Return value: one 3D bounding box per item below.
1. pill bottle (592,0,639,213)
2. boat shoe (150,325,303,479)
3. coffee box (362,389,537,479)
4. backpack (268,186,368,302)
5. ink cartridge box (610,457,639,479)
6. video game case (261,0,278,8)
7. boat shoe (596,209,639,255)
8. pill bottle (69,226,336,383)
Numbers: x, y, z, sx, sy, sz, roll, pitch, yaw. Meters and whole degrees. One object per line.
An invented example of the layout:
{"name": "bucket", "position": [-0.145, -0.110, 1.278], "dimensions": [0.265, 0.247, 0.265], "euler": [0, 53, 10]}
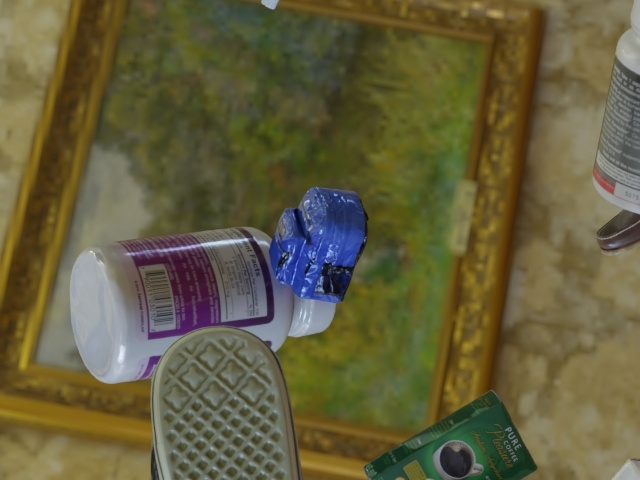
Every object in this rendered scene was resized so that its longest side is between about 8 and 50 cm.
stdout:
{"name": "pill bottle", "position": [0.458, -0.187, 2.130], "dimensions": [0.161, 0.161, 0.283], "euler": [-75, -8, -58]}
{"name": "boat shoe", "position": [-0.082, 0.337, 1.582], "dimensions": [0.156, 0.186, 0.500], "euler": [101, 164, -78]}
{"name": "coffee box", "position": [0.157, 0.273, 1.946], "dimensions": [0.113, 0.184, 0.040], "euler": [59, 179, -23]}
{"name": "backpack", "position": [0.000, 0.000, 1.892], "dimensions": [0.120, 0.101, 0.098], "euler": [-65, 30, 32]}
{"name": "ink cartridge box", "position": [0.275, 0.360, 1.425], "dimensions": [0.283, 0.117, 0.207], "euler": [-55, 49, 19]}
{"name": "video game case", "position": [-0.009, -0.393, 1.934], "dimensions": [0.173, 0.022, 0.190], "euler": [-59, 5, 50]}
{"name": "boat shoe", "position": [0.482, -0.055, 2.327], "dimensions": [0.073, 0.207, 0.073], "euler": [62, 173, -24]}
{"name": "pill bottle", "position": [-0.139, 0.072, 1.980], "dimensions": [0.169, 0.301, 0.169], "euler": [20, 113, 58]}
